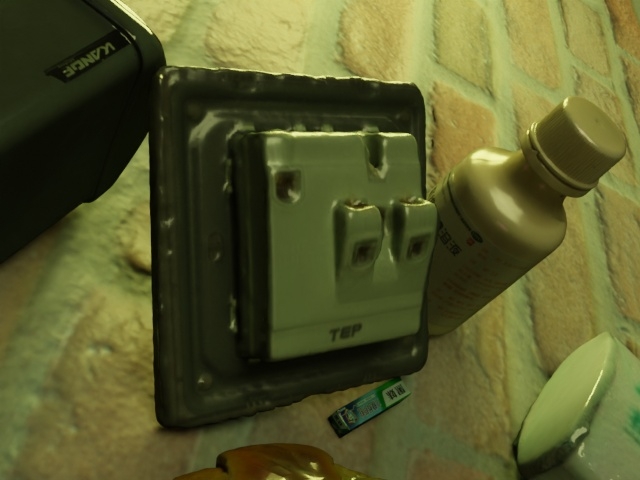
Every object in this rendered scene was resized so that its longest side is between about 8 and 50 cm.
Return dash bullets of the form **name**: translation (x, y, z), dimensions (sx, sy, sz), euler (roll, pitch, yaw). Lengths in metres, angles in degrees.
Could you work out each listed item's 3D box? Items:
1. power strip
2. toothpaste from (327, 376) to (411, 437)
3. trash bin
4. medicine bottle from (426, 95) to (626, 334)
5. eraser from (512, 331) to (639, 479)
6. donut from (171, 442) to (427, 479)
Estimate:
- **power strip**: translation (0.001, 0.002, 0.597), dimensions (0.257, 0.092, 0.251), euler (-6, 104, -37)
- **toothpaste**: translation (0.042, 0.137, 0.662), dimensions (0.083, 0.017, 0.020), euler (-18, 67, -45)
- **trash bin**: translation (-0.206, -0.072, 0.530), dimensions (0.101, 0.176, 0.236), euler (38, 43, 0)
- **medicine bottle**: translation (0.154, -0.020, 0.705), dimensions (0.114, 0.252, 0.114), euler (22, 45, -23)
- **eraser**: translation (0.324, 0.240, 0.732), dimensions (0.290, 0.104, 0.189), euler (43, 37, 1)
- **donut**: translation (0.012, 0.236, 0.355), dimensions (0.361, 0.169, 0.360), euler (9, 20, -3)
